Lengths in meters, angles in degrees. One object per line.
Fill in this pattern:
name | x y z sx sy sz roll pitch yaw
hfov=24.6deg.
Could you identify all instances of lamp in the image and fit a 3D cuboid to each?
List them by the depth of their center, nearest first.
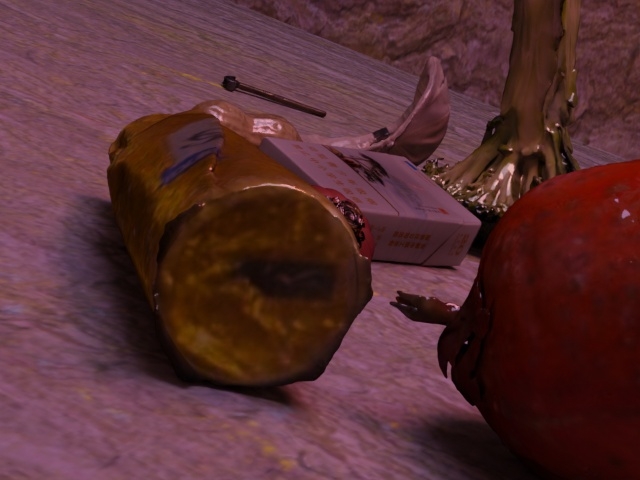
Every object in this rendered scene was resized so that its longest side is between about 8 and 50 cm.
lamp | 0.000 0.000 1.354 0.107 0.092 0.107 25 43 -26

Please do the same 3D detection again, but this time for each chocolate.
chocolate | -0.109 -0.025 1.204 0.162 0.162 0.445 15 11 -22

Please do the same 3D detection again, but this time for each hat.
hat | 0.099 -0.121 1.954 0.226 0.219 0.164 49 15 -52

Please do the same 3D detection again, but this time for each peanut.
peanut | -0.086 -0.120 1.756 0.187 0.082 0.082 9 17 -38

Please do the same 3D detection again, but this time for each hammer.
hammer | -0.075 -0.231 2.370 0.182 0.017 0.062 17 13 -21

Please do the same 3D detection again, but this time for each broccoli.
broccoli | 0.251 -0.154 1.840 0.221 0.361 0.252 7 -21 -29

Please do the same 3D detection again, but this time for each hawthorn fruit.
hawthorn fruit | 0.205 0.066 1.072 0.307 0.276 0.276 7 10 12

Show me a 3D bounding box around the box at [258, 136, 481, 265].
box | 0.049 -0.042 1.612 0.233 0.067 0.149 5 32 -46
